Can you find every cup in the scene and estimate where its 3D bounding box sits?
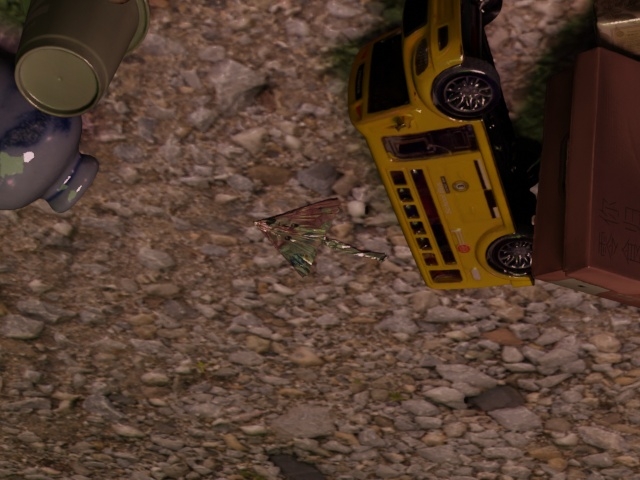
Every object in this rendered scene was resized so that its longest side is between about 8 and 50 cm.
[{"bbox_3d":[-0.221,-0.181,1.167,0.120,0.141,0.120,4,137,3],"label":"cup"}]

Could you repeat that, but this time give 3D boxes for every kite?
[{"bbox_3d":[0.000,0.000,1.443,0.156,0.011,0.139,16,138,-12],"label":"kite"}]

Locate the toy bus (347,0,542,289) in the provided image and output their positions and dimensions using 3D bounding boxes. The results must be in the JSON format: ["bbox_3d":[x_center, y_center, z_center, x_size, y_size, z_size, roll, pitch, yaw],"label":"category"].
[{"bbox_3d":[0.123,-0.097,1.228,0.151,0.145,0.331,-8,137,18],"label":"toy bus"}]

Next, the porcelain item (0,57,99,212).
[{"bbox_3d":[-0.334,-0.124,1.248,0.259,0.141,0.141,36,129,-21],"label":"porcelain item"}]

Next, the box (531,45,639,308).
[{"bbox_3d":[0.303,-0.042,1.199,0.215,0.215,0.086,14,162,-27],"label":"box"}]

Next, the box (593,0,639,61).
[{"bbox_3d":[0.299,-0.196,1.181,0.098,0.045,0.062,-6,138,12],"label":"box"}]

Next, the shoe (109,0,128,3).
[{"bbox_3d":[-0.148,-0.344,0.963,0.198,0.172,0.351,27,130,-18],"label":"shoe"}]
